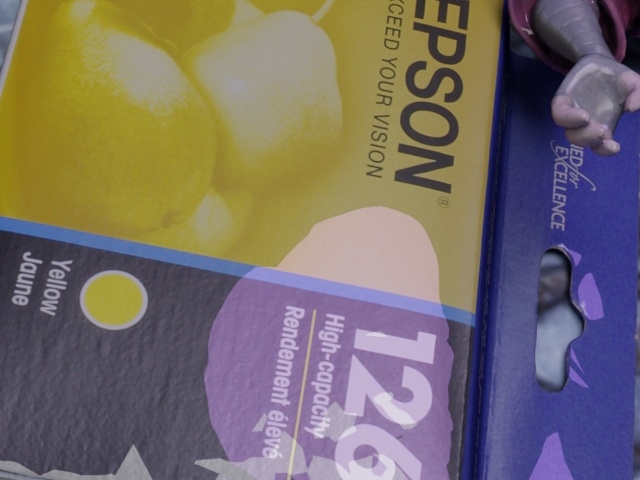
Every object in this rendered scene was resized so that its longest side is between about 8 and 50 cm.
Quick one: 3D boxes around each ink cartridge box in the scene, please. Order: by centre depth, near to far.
[{"bbox_3d":[0.000,0.000,0.756,0.307,0.072,0.303,10,56,-3],"label":"ink cartridge box"}]

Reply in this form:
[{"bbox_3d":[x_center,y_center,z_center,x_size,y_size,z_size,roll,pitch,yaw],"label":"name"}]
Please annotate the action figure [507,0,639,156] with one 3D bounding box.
[{"bbox_3d":[0.121,-0.196,0.818,0.248,0.276,0.370,-39,112,-9],"label":"action figure"}]
